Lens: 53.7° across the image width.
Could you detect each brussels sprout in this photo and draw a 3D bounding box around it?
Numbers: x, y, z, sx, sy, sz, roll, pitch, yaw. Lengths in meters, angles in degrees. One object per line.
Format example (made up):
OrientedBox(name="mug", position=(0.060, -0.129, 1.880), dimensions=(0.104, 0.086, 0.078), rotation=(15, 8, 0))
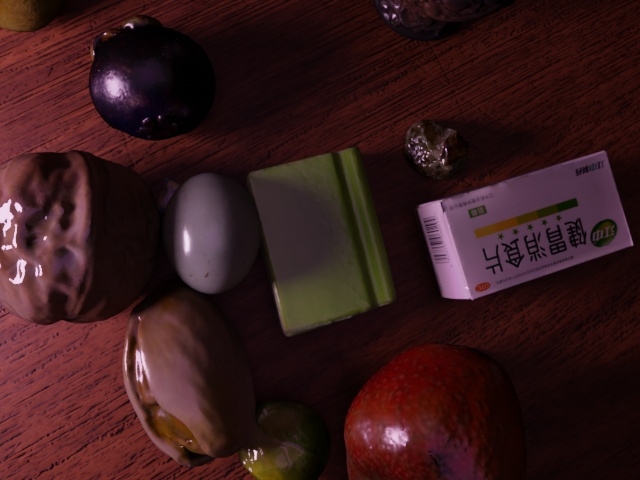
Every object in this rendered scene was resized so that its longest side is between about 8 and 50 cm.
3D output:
OrientedBox(name="brussels sprout", position=(-0.059, 0.332, 1.022), dimensions=(0.155, 0.117, 0.155), rotation=(-4, 67, 8))

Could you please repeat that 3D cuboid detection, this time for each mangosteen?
OrientedBox(name="mangosteen", position=(-0.270, -0.267, 1.001), dimensions=(0.194, 0.194, 0.231), rotation=(-16, 63, -10))

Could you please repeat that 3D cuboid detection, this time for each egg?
OrientedBox(name="egg", position=(-0.167, -0.012, 0.974), dimensions=(0.149, 0.149, 0.193), rotation=(-1, 72, -9))

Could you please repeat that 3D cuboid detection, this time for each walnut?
OrientedBox(name="walnut", position=(-0.368, -0.009, 0.936), dimensions=(0.273, 0.227, 0.274), rotation=(1, 81, -7))

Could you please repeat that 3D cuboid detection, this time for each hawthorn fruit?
OrientedBox(name="hawthorn fruit", position=(0.195, 0.295, 1.010), dimensions=(0.284, 0.285, 0.369), rotation=(41, 42, -5))

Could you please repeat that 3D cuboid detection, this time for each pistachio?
OrientedBox(name="pistachio", position=(-0.203, 0.200, 0.983), dimensions=(0.197, 0.166, 0.288), rotation=(-12, 80, -50))

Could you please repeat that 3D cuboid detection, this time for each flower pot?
OrientedBox(name="flower pot", position=(0.206, -0.468, 1.039), dimensions=(0.266, 0.267, 0.267), rotation=(0, 88, -10))

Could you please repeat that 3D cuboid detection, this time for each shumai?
OrientedBox(name="shumai", position=(0.211, -0.163, 1.111), dimensions=(0.123, 0.087, 0.099), rotation=(27, 84, -5))

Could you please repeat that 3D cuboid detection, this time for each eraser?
OrientedBox(name="eraser", position=(0.000, 0.000, 1.066), dimensions=(0.209, 0.092, 0.274), rotation=(-16, 88, -10))

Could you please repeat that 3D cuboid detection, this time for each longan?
OrientedBox(name="longan", position=(-0.483, -0.401, 0.974), dimensions=(0.154, 0.176, 0.145), rotation=(38, 124, 28))

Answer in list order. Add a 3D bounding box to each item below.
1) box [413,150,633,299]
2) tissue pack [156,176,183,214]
OrientedBox(name="box", position=(0.351, -0.026, 1.098), dimensions=(0.332, 0.145, 0.173), rotation=(-17, 91, -10))
OrientedBox(name="tissue pack", position=(-0.228, -0.064, 1.058), dimensions=(0.083, 0.035, 0.063), rotation=(19, 84, -7))
